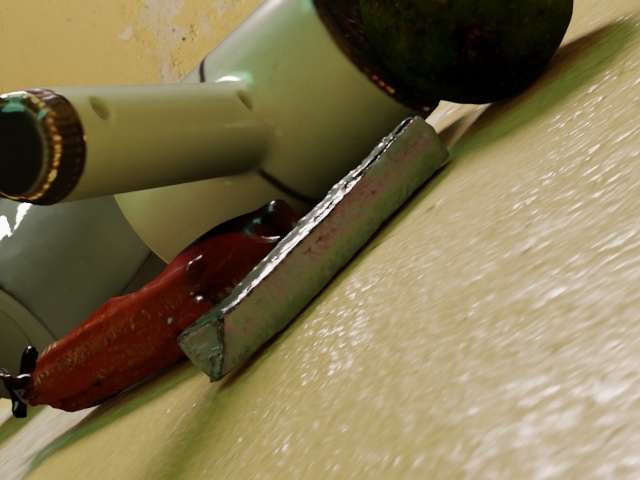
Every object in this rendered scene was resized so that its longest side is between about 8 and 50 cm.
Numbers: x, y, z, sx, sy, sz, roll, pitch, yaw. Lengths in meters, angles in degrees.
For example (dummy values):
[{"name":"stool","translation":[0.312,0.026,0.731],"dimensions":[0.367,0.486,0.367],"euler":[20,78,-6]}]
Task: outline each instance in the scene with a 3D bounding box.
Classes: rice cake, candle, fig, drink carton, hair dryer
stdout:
[{"name":"rice cake","translation":[0.001,0.001,0.704],"dimensions":[0.207,0.033,0.033],"euler":[-45,8,-36]},{"name":"candle","translation":[-0.112,0.055,0.830],"dimensions":[0.302,0.059,0.084],"euler":[-29,0,43]},{"name":"fig","translation":[0.094,-0.143,0.815],"dimensions":[0.123,0.123,0.156],"euler":[-36,-4,19]},{"name":"drink carton","translation":[-0.248,0.028,1.234],"dimensions":[0.185,0.191,0.189],"euler":[-30,22,37]},{"name":"hair dryer","translation":[-0.083,-0.061,0.790],"dimensions":[0.203,0.128,0.362],"euler":[-39,-11,25]}]
